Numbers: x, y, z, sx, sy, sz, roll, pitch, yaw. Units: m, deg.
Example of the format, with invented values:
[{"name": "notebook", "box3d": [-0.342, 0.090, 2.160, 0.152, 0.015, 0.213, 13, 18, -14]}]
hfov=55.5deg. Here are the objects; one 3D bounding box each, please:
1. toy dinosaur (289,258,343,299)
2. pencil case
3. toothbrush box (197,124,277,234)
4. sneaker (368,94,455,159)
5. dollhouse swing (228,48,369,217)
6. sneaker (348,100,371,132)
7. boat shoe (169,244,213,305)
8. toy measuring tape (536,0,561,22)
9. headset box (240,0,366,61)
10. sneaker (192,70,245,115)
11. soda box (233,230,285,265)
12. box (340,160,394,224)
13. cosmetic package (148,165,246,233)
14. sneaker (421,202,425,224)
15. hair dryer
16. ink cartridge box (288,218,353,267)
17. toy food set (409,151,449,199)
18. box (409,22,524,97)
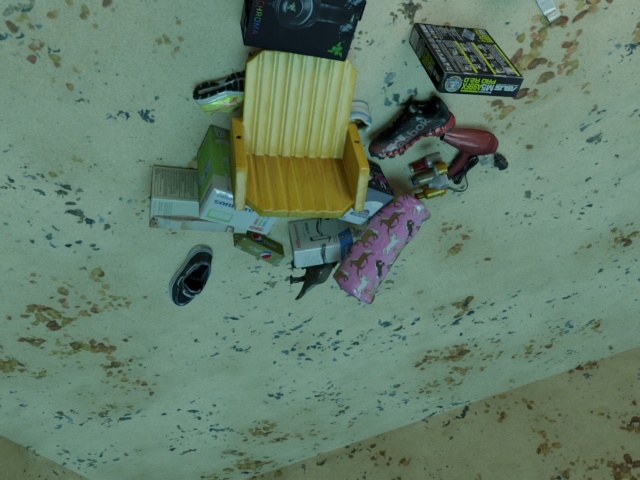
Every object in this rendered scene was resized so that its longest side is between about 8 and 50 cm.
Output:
[{"name": "toy dinosaur", "box3d": [-0.017, 0.093, 2.124, 0.161, 0.313, 0.120, -2, 113, 22]}, {"name": "pencil case", "box3d": [0.201, 0.015, 1.979, 0.386, 0.160, 0.167, -57, 170, -1]}, {"name": "toothbrush box", "box3d": [-0.234, -0.174, 1.733, 0.206, 0.283, 0.122, 14, 130, -27]}, {"name": "sneaker", "box3d": [0.259, -0.342, 1.812, 0.276, 0.097, 0.135, -25, 136, 9]}, {"name": "dollhouse swing", "box3d": [-0.045, -0.275, 1.563, 0.347, 0.315, 0.304, 1, 137, -15]}, {"name": "sneaker", "box3d": [0.035, -0.339, 1.764, 0.229, 0.092, 0.087, -13, 138, 2]}, {"name": "boat shoe", "box3d": [-0.455, 0.151, 2.149, 0.108, 0.102, 0.301, 17, 129, -28]}, {"name": "toy measuring tape", "box3d": [0.554, -0.660, 1.540, 0.121, 0.121, 0.330, -33, 133, 20]}, {"name": "headset box", "box3d": [-0.031, -0.584, 1.465, 0.283, 0.131, 0.246, 4, 135, -18]}, {"name": "sneaker", "box3d": [-0.236, -0.395, 1.662, 0.209, 0.081, 0.094, -10, 145, 5]}, {"name": "soda box", "box3d": [-0.212, 0.019, 2.099, 0.181, 0.061, 0.058, 28, 123, -35]}, {"name": "box", "box3d": [0.076, -0.162, 1.882, 0.247, 0.142, 0.163, 14, 134, -42]}, {"name": "cosmetic package", "box3d": [-0.366, -0.122, 1.854, 0.296, 0.153, 0.129, 4, 136, -16]}, {"name": "sneaker", "box3d": [0.268, -0.063, 2.115, 0.211, 0.081, 0.080, -24, 137, 14]}, {"name": "hair dryer", "box3d": [0.469, -0.263, 1.956, 0.224, 0.080, 0.293, -29, 134, 18]}, {"name": "ink cartridge box", "box3d": [0.000, 0.000, 2.067, 0.203, 0.148, 0.085, -9, 136, -5]}, {"name": "toy food set", "box3d": [0.343, -0.206, 1.951, 0.105, 0.111, 0.232, -18, 168, 5]}, {"name": "box", "box3d": [0.371, -0.470, 1.579, 0.217, 0.270, 0.060, 0, 134, -14]}]
